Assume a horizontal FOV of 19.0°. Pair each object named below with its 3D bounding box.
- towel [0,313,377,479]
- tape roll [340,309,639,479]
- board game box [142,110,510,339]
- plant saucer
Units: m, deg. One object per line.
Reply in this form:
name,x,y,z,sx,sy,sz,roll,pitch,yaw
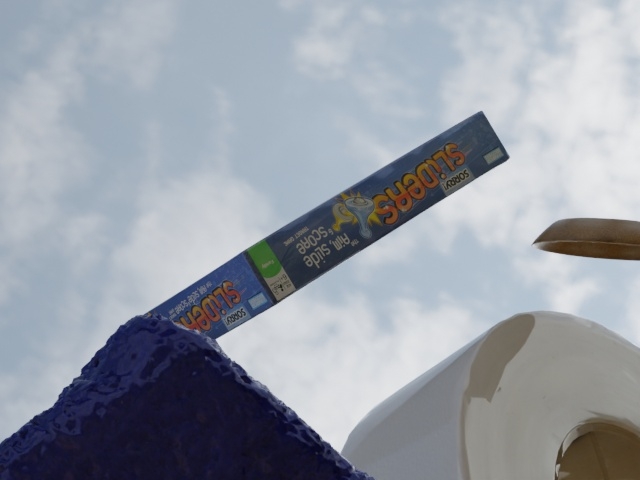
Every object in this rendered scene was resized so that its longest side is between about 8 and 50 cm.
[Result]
towel,-0.083,0.197,0.655,0.228,0.076,0.308,40,-112,11
tape roll,0.140,0.183,1.004,0.286,0.286,0.100,32,-51,-30
board game box,0.000,0.000,1.100,0.201,0.136,0.035,-31,-90,-37
plant saucer,0.153,-0.001,1.003,0.083,0.083,0.015,8,-96,-29
